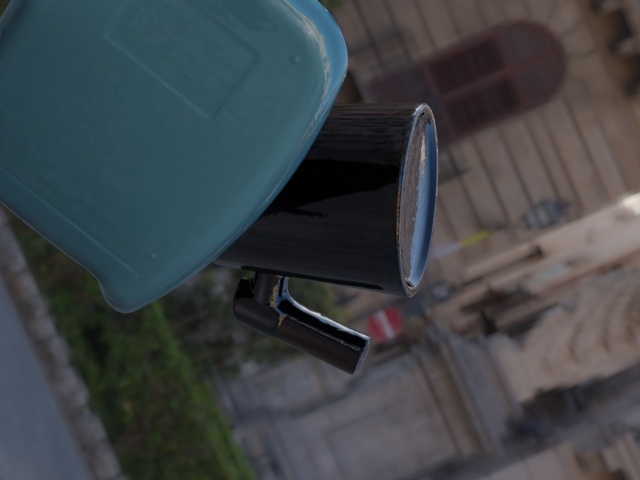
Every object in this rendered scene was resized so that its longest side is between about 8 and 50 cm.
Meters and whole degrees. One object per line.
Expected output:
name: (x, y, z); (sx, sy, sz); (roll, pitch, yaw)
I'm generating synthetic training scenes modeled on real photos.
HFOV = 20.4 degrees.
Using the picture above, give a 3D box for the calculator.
calculator: (-0.141, -0.105, 1.383); (0.256, 0.386, 0.054); (38, 37, -4)

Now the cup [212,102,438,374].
cup: (-0.003, -0.004, 1.532); (0.166, 0.177, 0.239); (10, 84, -77)
